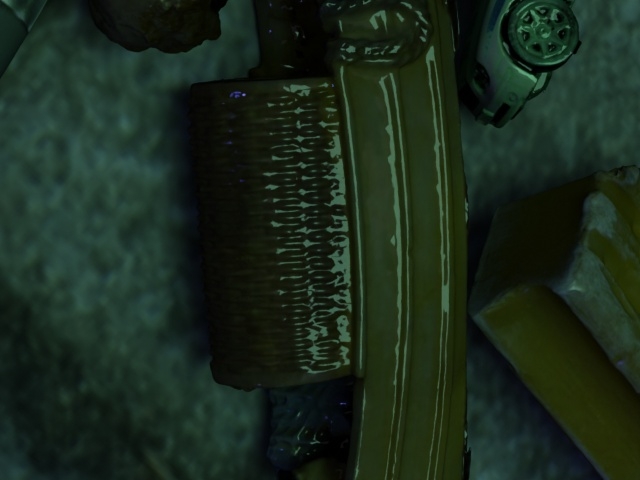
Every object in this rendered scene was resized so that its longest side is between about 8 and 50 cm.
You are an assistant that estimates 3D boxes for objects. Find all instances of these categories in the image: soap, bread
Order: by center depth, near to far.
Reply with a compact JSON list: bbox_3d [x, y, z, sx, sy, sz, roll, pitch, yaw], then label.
[{"bbox_3d":[-0.056,-0.129,0.807,0.060,0.082,0.113,27,101,8],"label":"bread"},{"bbox_3d":[0.174,0.060,0.954,0.232,0.073,0.140,48,38,-25],"label":"soap"}]

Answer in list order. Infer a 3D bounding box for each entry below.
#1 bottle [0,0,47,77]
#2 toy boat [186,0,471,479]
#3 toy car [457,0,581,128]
[{"bbox_3d":[-0.123,-0.152,0.803,0.253,0.079,0.096,-61,156,-10],"label":"bottle"},{"bbox_3d":[0.000,0.000,0.874,0.115,0.089,0.310,-5,98,-30],"label":"toy boat"},{"bbox_3d":[0.113,-0.162,0.918,0.076,0.090,0.224,26,83,-1],"label":"toy car"}]
